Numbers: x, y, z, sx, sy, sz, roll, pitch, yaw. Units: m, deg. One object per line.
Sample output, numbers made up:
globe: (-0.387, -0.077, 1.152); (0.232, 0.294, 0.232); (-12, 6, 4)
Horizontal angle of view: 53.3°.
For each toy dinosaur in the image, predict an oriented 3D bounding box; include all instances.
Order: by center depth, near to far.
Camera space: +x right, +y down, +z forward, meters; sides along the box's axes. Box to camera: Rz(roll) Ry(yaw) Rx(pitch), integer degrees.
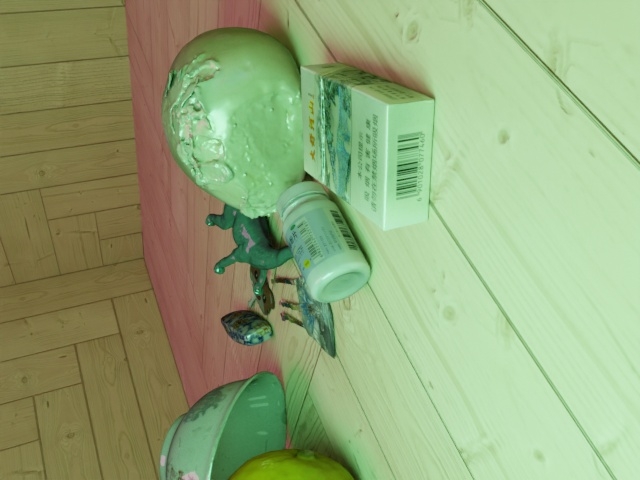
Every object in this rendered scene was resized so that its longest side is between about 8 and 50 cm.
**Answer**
toy dinosaur: (-0.140, -0.056, 1.401); (0.331, 0.129, 0.383); (-47, 56, 52)

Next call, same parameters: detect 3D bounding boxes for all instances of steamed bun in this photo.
steamed bun: (-0.175, -0.218, 1.178); (0.312, 0.233, 0.333); (-145, 48, -59)

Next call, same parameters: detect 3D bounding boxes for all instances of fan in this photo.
fan: (-0.161, 0.135, 1.644); (0.226, 0.008, 0.152); (123, 130, -60)

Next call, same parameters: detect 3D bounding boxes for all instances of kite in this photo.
kite: (-0.040, 0.128, 1.333); (0.310, 0.015, 0.169); (15, 115, 64)

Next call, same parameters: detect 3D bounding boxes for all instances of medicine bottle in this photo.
medicine bottle: (0.000, 0.000, 1.036); (0.102, 0.103, 0.186); (106, 144, -51)

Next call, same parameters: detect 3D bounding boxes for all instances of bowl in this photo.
bowl: (-0.243, 0.506, 1.479); (0.435, 0.196, 0.434); (4, -90, -71)

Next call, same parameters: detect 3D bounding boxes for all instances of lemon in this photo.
lemon: (-0.063, 0.563, 1.206); (0.348, 0.348, 0.347); (168, 90, -69)

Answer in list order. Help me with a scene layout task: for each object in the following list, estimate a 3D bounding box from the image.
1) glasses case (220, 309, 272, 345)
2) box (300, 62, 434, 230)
glasses case: (-0.200, 0.229, 1.685); (0.248, 0.087, 0.065); (14, 118, 67)
box: (0.053, -0.139, 0.871); (0.256, 0.069, 0.164); (-137, 40, -55)
